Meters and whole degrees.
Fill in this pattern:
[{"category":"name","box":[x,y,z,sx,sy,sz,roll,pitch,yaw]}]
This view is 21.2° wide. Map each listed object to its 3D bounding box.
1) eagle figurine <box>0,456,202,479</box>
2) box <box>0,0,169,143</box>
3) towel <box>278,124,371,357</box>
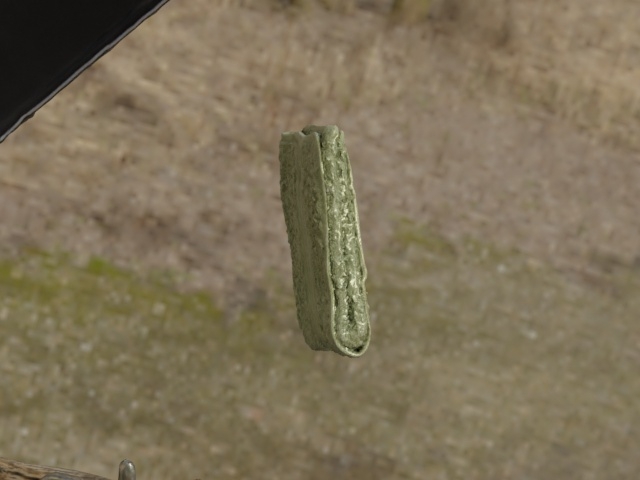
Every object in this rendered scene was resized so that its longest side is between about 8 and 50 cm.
[{"category":"eagle figurine","box":[-0.133,0.305,1.125,0.226,0.298,0.225,-2,-21,33]},{"category":"box","box":[-0.131,-0.290,0.866,0.212,0.293,0.395,34,51,-24]},{"category":"towel","box":[0.000,0.000,1.091,0.027,0.148,0.110,-8,1,-15]}]
